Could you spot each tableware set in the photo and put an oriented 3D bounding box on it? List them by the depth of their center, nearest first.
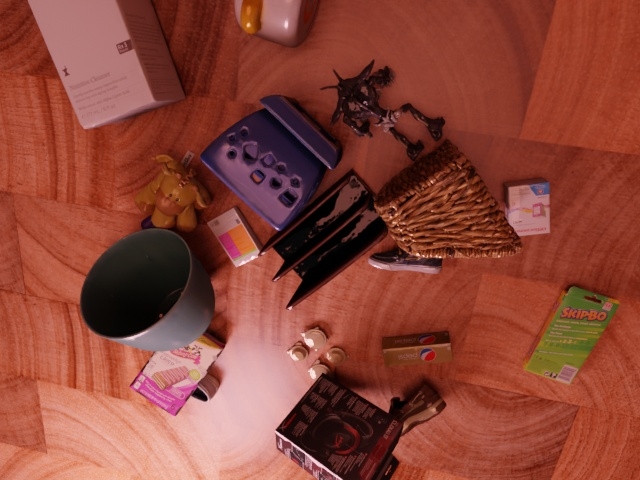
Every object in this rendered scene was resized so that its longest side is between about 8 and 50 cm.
[{"bbox_3d":[-0.007,0.330,1.273,0.169,0.020,0.141,44,112,-8],"label":"tableware set"}]

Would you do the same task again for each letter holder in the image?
[{"bbox_3d":[0.000,0.000,1.050,0.302,0.214,0.152,-39,98,20],"label":"letter holder"}]

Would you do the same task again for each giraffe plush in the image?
[{"bbox_3d":[-0.344,-0.116,1.072,0.182,0.170,0.210,13,97,-24],"label":"giraffe plush"}]

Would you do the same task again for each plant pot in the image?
[{"bbox_3d":[-0.085,-0.190,0.995,0.236,0.236,0.212,44,105,-5],"label":"plant pot"},{"bbox_3d":[-0.409,0.152,1.143,0.294,0.292,0.235,-7,147,13],"label":"plant pot"}]

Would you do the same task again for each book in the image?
[{"bbox_3d":[-0.227,-0.009,1.189,0.096,0.035,0.144,-26,102,21],"label":"book"}]

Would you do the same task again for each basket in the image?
[{"bbox_3d":[0.254,-0.053,0.937,0.214,0.299,0.223,-34,100,18],"label":"basket"}]

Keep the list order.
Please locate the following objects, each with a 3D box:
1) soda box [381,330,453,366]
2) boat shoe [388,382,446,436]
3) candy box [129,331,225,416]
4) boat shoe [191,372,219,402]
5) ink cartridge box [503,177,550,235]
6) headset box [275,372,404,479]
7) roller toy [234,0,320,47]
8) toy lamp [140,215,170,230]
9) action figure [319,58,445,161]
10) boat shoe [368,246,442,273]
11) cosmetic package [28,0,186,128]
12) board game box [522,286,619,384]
[{"bbox_3d":[0.258,0.292,1.187,0.182,0.061,0.058,-10,108,14],"label":"soda box"},{"bbox_3d":[0.232,0.489,1.259,0.257,0.095,0.095,-42,73,22],"label":"boat shoe"},{"bbox_3d":[-0.408,0.361,1.280,0.159,0.071,0.233,35,83,-3],"label":"candy box"},{"bbox_3d":[-0.421,0.419,1.348,0.228,0.081,0.079,28,112,0],"label":"boat shoe"},{"bbox_3d":[0.477,-0.075,1.021,0.089,0.052,0.122,-7,109,13],"label":"ink cartridge box"},{"bbox_3d":[0.062,0.523,1.162,0.294,0.218,0.110,24,134,25],"label":"headset box"},{"bbox_3d":[-0.087,-0.505,0.899,0.147,0.191,0.209,20,100,3],"label":"roller toy"},{"bbox_3d":[-0.500,0.019,1.225,0.080,0.080,0.275,44,111,-6],"label":"toy lamp"},{"bbox_3d":[0.126,-0.287,0.969,0.276,0.140,0.164,29,115,-17],"label":"action figure"},{"bbox_3d":[0.214,0.029,1.106,0.184,0.065,0.083,4,107,3],"label":"boat shoe"},{"bbox_3d":[-0.493,-0.477,1.006,0.218,0.156,0.384,-14,107,17],"label":"cosmetic package"},{"bbox_3d":[0.625,0.237,1.114,0.124,0.039,0.259,18,114,3],"label":"board game box"}]
